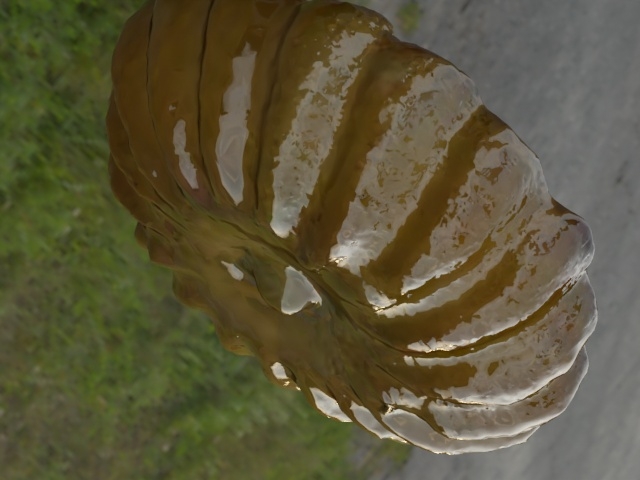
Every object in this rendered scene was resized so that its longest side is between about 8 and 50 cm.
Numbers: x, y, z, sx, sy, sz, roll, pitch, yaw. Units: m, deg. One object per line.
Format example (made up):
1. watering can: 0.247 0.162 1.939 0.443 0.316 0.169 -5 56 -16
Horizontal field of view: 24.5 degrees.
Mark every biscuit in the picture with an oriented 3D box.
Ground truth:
1. biscuit: 0.000 0.000 0.814 0.107 0.326 0.326 -45 158 -24
